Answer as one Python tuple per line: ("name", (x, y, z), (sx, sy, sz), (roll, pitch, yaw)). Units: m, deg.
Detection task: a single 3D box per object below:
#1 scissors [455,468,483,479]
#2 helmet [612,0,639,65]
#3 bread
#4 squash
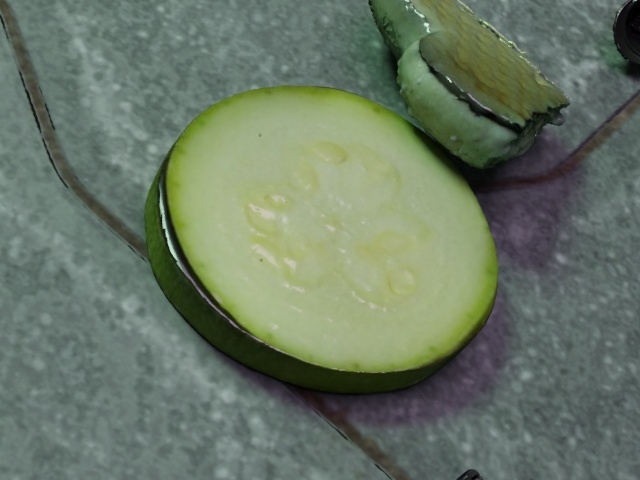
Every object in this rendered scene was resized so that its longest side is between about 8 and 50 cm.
("scissors", (0.074, 0.183, 1.240), (0.039, 0.012, 0.113), (40, 47, 10))
("helmet", (0.278, -0.181, 1.616), (0.084, 0.049, 0.065), (-21, 98, -9))
("bread", (0.114, -0.124, 1.460), (0.172, 0.064, 0.232), (21, 29, -33))
("squash", (0.000, 0.000, 1.341), (0.252, 0.049, 0.252), (12, 51, -15))
